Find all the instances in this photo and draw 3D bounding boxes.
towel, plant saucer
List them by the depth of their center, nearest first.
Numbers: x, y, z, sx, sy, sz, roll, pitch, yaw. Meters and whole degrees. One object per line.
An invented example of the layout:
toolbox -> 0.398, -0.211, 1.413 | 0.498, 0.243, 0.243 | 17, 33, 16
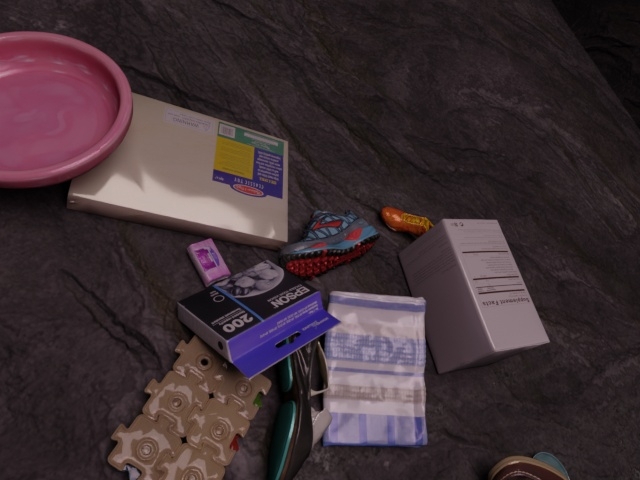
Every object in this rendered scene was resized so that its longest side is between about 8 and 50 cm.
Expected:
plant saucer -> -0.493, -0.215, 0.851 | 0.332, 0.084, 0.332 | 6, 59, -10
towel -> 0.107, 0.239, 0.940 | 0.209, 0.034, 0.285 | 8, 73, -14
plant saucer -> 0.480, 0.514, 1.056 | 0.119, 0.021, 0.119 | 14, 57, -22

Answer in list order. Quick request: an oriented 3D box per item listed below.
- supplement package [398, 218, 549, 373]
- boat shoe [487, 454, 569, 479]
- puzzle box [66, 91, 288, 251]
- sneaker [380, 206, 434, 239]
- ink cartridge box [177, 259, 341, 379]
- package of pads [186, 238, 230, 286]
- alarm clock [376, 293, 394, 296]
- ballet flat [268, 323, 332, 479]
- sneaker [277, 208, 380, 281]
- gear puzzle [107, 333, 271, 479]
supplement package -> 0.328, 0.120, 1.102 | 0.175, 0.177, 0.293 | 0, 63, -31
boat shoe -> 0.465, 0.546, 0.940 | 0.342, 0.123, 0.123 | 44, 11, -7
puzzle box -> -0.258, -0.139, 1.001 | 0.409, 0.052, 0.272 | 13, 56, -23
sneaker -> 0.227, -0.043, 1.215 | 0.175, 0.067, 0.064 | 23, 55, -15
ink cartridge box -> -0.105, 0.123, 0.863 | 0.206, 0.045, 0.208 | -25, 39, -38
package of pads -> -0.210, 0.042, 0.932 | 0.050, 0.032, 0.083 | -21, 74, -39
alarm clock -> 0.104, 0.176, 1.011 | 0.192, 0.064, 0.129 | 5, 68, -21
ballet flat -> -0.028, 0.269, 0.845 | 0.096, 0.095, 0.280 | 11, 64, -19
sneaker -> 0.000, 0.000, 1.054 | 0.262, 0.104, 0.125 | -16, 58, -43
gear puzzle -> -0.184, 0.251, 0.821 | 0.175, 0.044, 0.339 | 35, 48, -5
